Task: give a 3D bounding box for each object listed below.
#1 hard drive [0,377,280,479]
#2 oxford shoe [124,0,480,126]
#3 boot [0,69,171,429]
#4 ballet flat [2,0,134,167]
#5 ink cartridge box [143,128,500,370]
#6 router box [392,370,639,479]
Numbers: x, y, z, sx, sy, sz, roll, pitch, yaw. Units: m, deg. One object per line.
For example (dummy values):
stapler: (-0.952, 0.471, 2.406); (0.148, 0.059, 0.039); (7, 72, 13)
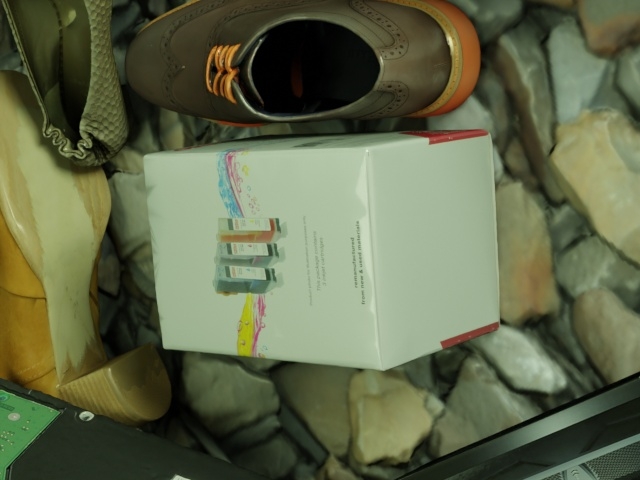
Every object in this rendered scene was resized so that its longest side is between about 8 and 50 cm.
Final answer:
hard drive: (-0.146, 0.220, 0.910); (0.339, 0.237, 0.064); (17, 126, 18)
oxford shoe: (-0.038, -0.117, 0.895); (0.271, 0.098, 0.097); (1, 100, 39)
boot: (-0.242, 0.040, 1.088); (0.211, 0.104, 0.295); (-24, 88, 39)
ballet flat: (-0.179, -0.141, 0.955); (0.084, 0.058, 0.250); (17, 142, 20)
ink cartridge box: (0.000, 0.000, 0.869); (0.176, 0.128, 0.127); (3, 101, 39)
router box: (0.196, 0.196, 0.781); (0.309, 0.081, 0.243); (-30, 80, 38)
